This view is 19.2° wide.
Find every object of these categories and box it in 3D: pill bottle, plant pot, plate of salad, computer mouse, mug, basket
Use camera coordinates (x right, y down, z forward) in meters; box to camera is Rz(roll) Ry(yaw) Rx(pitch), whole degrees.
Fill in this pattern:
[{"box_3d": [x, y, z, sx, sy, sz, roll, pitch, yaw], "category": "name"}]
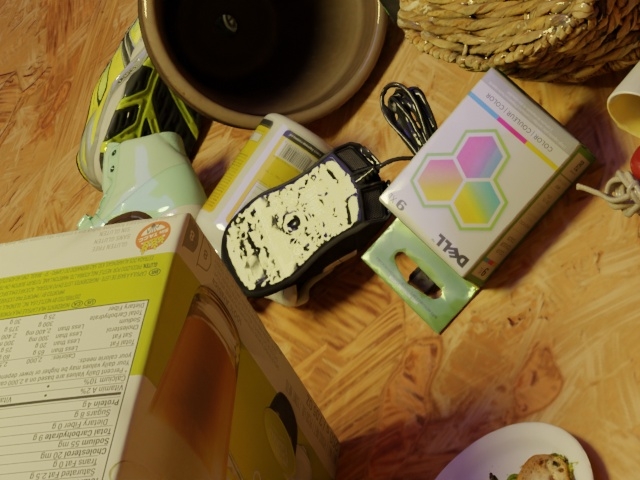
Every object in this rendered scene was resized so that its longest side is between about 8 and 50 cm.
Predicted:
[{"box_3d": [-0.060, -0.028, 1.897, 0.184, 0.103, 0.103, -56, 30, -5], "category": "pill bottle"}, {"box_3d": [-0.084, -0.244, 2.044, 0.263, 0.263, 0.229, -58, 13, -8], "category": "plant pot"}, {"box_3d": [0.123, 0.222, 1.438, 0.200, 0.048, 0.200, -34, 36, 29], "category": "plate of salad"}, {"box_3d": [0.037, -0.004, 1.755, 0.262, 0.060, 0.184, -39, 65, 20], "category": "computer mouse"}, {"box_3d": [0.276, -0.126, 1.582, 0.078, 0.062, 0.064, 4, 54, 48], "category": "mug"}, {"box_3d": [0.238, -0.244, 1.696, 0.299, 0.223, 0.213, 3, 90, 57], "category": "basket"}]

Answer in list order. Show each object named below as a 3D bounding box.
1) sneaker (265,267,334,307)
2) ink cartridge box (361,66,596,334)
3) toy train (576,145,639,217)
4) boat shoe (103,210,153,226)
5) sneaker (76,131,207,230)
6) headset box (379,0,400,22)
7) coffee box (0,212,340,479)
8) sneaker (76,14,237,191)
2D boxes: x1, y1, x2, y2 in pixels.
[{"box_3d": [0.000, 0.000, 1.845, 0.061, 0.054, 0.152, 28, 88, 50], "category": "sneaker"}, {"box_3d": [0.126, -0.034, 1.638, 0.109, 0.062, 0.209, 44, 98, 23], "category": "ink cartridge box"}, {"box_3d": [0.309, -0.070, 1.445, 0.143, 0.105, 0.248, -46, 29, -10], "category": "toy train"}, {"box_3d": [-0.155, 0.088, 1.935, 0.095, 0.095, 0.257, -18, 53, -2], "category": "boat shoe"}, {"box_3d": [-0.236, -0.021, 2.107, 0.256, 0.094, 0.151, -29, 58, 20], "category": "sneaker"}, {"box_3d": [0.094, -0.398, 1.909, 0.131, 0.283, 0.246, -11, 49, 29], "category": "headset box"}, {"box_3d": [-0.215, 0.227, 1.524, 0.338, 0.337, 0.334, -9, 48, 23], "category": "coffee box"}, {"box_3d": [-0.186, -0.228, 2.242, 0.147, 0.145, 0.384, 1, 57, 55], "category": "sneaker"}]
